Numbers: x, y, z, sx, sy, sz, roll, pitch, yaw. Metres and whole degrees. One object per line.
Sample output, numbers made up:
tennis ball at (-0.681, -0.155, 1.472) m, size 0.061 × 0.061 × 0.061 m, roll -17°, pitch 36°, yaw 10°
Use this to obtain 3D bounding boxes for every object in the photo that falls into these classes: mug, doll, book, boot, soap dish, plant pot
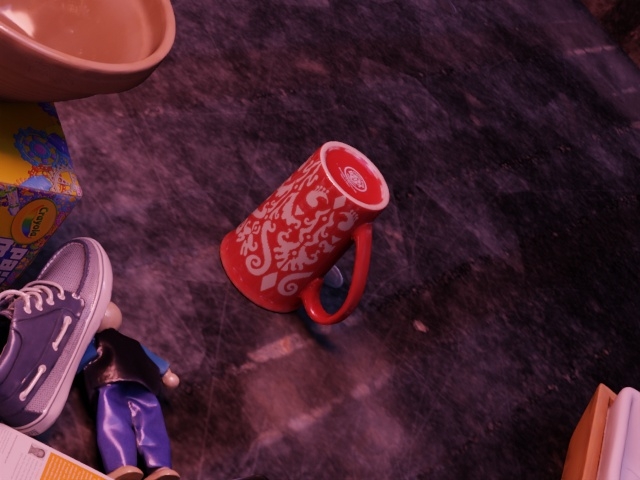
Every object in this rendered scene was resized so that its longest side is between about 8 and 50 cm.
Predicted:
mug at (0.001, -0.006, 1.298) m, size 0.150 × 0.169 × 0.113 m, roll 38°, pitch 32°, yaw -9°
doll at (-0.178, 0.129, 1.067) m, size 0.129 × 0.046 × 0.189 m, roll 15°, pitch 43°, yaw -39°
book at (-0.207, 0.216, 0.953) m, size 0.144 × 0.035 × 0.096 m, roll 33°, pitch 37°, yaw -16°
boot at (-0.230, 0.059, 1.007) m, size 0.086 × 0.069 × 0.190 m, roll 61°, pitch 31°, yaw -48°
soap dish at (0.398, 0.330, 1.402) m, size 0.291 × 0.118 × 0.229 m, roll 41°, pitch 33°, yaw -5°
plant pot at (-0.242, -0.187, 0.969) m, size 0.237 × 0.110 × 0.237 m, roll 29°, pitch 35°, yaw -23°

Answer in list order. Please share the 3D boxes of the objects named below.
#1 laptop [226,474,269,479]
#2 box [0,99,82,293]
laptop at (-0.085, 0.400, 0.855) m, size 0.382 × 0.236 × 0.407 m, roll -2°, pitch 86°, yaw -45°
box at (-0.383, -0.115, 0.995) m, size 0.279 × 0.177 × 0.290 m, roll 11°, pitch 45°, yaw -41°
